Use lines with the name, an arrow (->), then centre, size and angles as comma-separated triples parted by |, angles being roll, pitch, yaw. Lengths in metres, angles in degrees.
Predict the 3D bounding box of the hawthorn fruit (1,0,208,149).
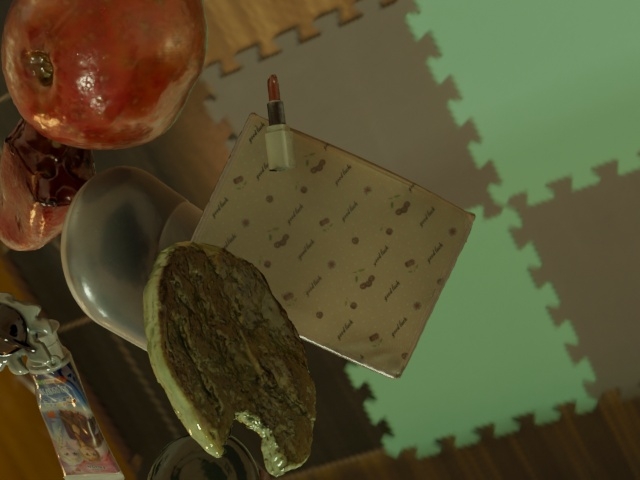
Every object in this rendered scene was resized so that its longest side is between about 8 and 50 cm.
hawthorn fruit -> -0.271, -0.249, 1.764 | 0.284, 0.284, 0.284 | 8, 119, 15

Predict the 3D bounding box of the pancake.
pancake -> -0.085, 0.106, 1.301 | 0.037, 0.253, 0.253 | -30, 104, 24

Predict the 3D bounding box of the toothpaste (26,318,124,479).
toothpaste -> -0.357, 0.237, 1.939 | 0.096, 0.061, 0.266 | -4, 117, 20

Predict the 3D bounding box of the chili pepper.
chili pepper -> -0.399, -0.055, 1.929 | 0.144, 0.136, 0.253 | 31, 141, -7

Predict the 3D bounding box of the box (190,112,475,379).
box -> 0.000, 0.000, 1.692 | 0.297, 0.190, 0.225 | 25, 91, -7

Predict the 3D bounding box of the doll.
doll -> -0.392, 0.096, 1.648 | 0.195, 0.070, 0.096 | 34, 97, 6

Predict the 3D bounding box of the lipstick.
lipstick -> -0.047, -0.131, 1.514 | 0.025, 0.025, 0.107 | -8, 86, 27

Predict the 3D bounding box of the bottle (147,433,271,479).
bottle -> -0.128, 0.317, 1.691 | 0.143, 0.271, 0.156 | -18, 75, -5

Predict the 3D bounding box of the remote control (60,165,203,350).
remote control -> -0.224, 0.036, 1.856 | 0.103, 0.221, 0.332 | -7, 152, 36
